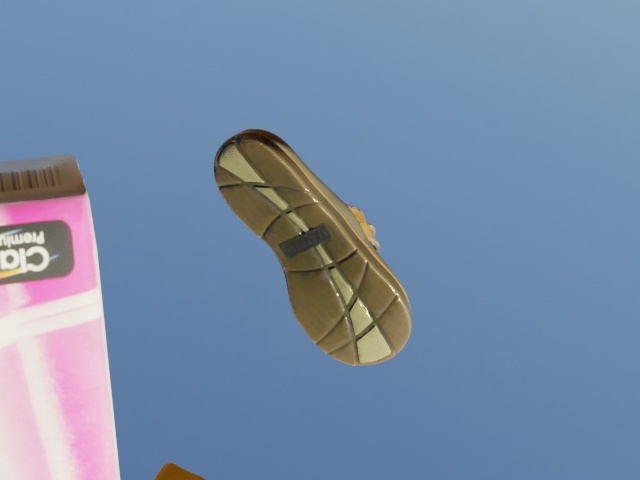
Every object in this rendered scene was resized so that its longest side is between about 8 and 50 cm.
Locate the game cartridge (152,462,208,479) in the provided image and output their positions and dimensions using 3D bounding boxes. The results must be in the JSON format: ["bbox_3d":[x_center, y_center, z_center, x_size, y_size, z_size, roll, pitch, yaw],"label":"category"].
[{"bbox_3d":[-0.069,0.339,1.206,0.285,0.053,0.324,23,-117,22],"label":"game cartridge"}]

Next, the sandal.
[{"bbox_3d":[0.000,0.000,1.327,0.219,0.090,0.060,53,-145,-21],"label":"sandal"}]

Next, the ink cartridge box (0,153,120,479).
[{"bbox_3d":[-0.154,0.160,0.649,0.175,0.371,0.069,-7,-162,-10],"label":"ink cartridge box"}]
